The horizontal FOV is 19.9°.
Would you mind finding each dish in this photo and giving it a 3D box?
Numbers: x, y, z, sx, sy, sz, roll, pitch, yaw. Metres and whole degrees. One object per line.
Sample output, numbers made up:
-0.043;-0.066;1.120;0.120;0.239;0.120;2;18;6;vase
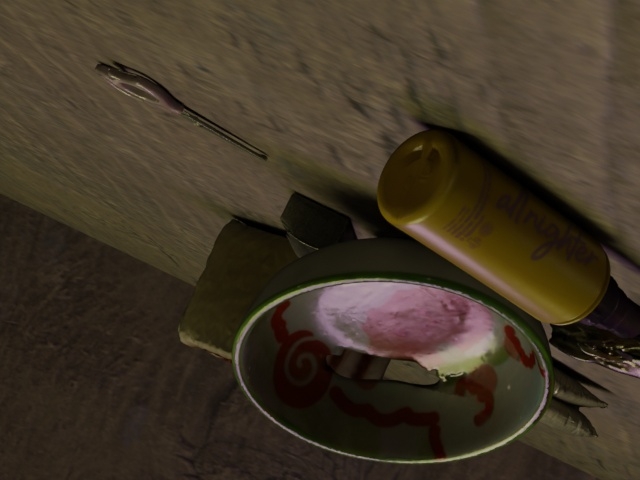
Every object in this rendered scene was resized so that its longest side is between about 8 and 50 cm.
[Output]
0.078;0.089;1.852;0.324;0.124;0.324;6;141;4;dish

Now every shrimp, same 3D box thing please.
0.293;0.102;1.682;0.219;0.046;0.152;17;170;35;shrimp

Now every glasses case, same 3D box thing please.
0.000;0.000;2.025;0.070;0.047;0.205;27;174;8;glasses case

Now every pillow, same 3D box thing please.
0.260;0.180;2.286;0.181;0.078;0.134;27;177;-29;pillow

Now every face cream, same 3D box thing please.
0.157;0.010;1.374;0.273;0.078;0.078;32;171;-38;face cream

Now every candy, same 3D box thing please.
-0.038;0.094;2.309;0.135;0.179;0.320;30;173;-32;candy

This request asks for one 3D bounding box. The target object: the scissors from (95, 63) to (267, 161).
-0.129;-0.120;1.752;0.189;0.015;0.100;27;175;-23;scissors
